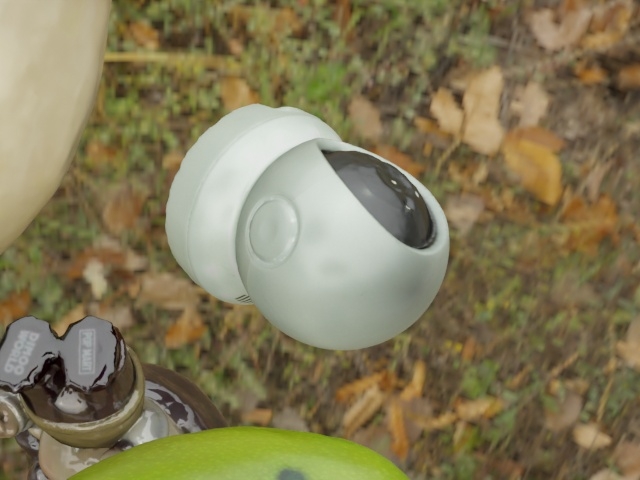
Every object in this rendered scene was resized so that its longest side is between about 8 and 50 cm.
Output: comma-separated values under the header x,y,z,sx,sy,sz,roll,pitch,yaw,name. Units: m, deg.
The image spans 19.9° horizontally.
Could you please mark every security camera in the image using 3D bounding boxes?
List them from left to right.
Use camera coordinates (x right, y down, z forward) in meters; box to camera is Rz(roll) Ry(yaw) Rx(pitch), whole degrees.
x,y,z,sx,sy,sz,roll,pitch,yaw,name
0.000,0.000,1.605,0.194,0.195,0.236,-35,43,-23,security camera

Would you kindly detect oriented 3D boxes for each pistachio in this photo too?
x,y,z,sx,sy,sz,roll,pitch,yaw,name
-0.235,-0.117,1.111,0.193,0.214,0.318,21,98,34,pistachio

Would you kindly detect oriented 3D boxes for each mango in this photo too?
x,y,z,sx,sy,sz,roll,pitch,yaw,name
-0.066,0.199,1.149,0.293,0.143,0.175,-14,46,-28,mango

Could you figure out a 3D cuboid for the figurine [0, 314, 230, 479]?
x,y,z,sx,sy,sz,roll,pitch,yaw,name
-0.194,0.199,1.707,0.218,0.365,0.206,-14,74,3,figurine
